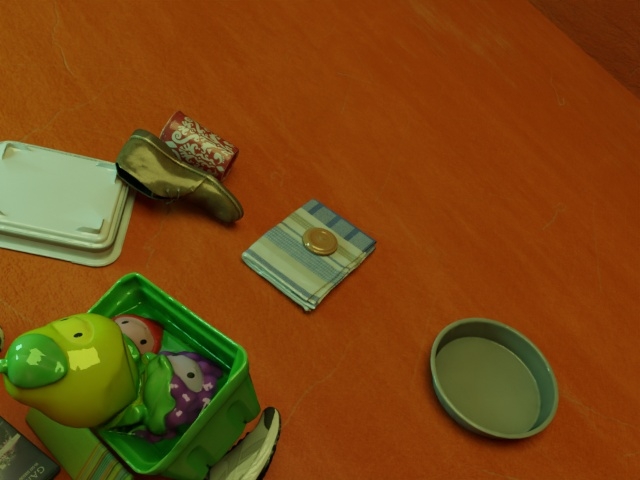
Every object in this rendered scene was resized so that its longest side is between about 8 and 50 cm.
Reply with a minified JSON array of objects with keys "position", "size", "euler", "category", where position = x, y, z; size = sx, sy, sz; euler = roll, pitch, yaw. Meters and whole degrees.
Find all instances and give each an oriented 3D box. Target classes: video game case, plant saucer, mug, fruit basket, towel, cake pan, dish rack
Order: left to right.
[{"position":[-0.607,0.367,1.377],"size":[0.274,0.026,0.196],"euler":[36,48,11],"category":"video game case"},{"position":[-0.573,-0.096,1.758],"size":[0.332,0.072,0.286],"euler":[11,49,-9],"category":"dish rack"},{"position":[-0.414,0.355,1.411],"size":[0.237,0.102,0.021],"euler":[43,24,18],"category":"towel"},{"position":[-0.321,0.201,1.330],"size":[0.392,0.392,0.283],"euler":[38,73,14],"category":"fruit basket"},{"position":[-0.279,-0.229,1.953],"size":[0.169,0.113,0.150],"euler":[29,49,1],"category":"mug"},{"position":[-0.021,0.026,1.879],"size":[0.209,0.034,0.285],"euler":[36,46,14],"category":"towel"},{"position":[0.000,0.000,1.878],"size":[0.083,0.013,0.084],"euler":[10,45,-11],"category":"plant saucer"},{"position":[0.366,0.301,1.769],"size":[0.293,0.054,0.293],"euler":[10,48,-12],"category":"cake pan"}]

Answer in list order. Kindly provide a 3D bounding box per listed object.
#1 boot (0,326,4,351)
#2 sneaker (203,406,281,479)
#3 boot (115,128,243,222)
[{"position":[-0.656,0.185,1.347],"size":[0.377,0.138,0.284],"euler":[19,18,36],"category":"boot"},{"position":[-0.148,0.401,1.468],"size":[0.108,0.100,0.272],"euler":[24,47,8],"category":"sneaker"},{"position":[-0.316,-0.113,1.830],"size":[0.305,0.112,0.115],"euler":[33,55,-8],"category":"boot"}]
